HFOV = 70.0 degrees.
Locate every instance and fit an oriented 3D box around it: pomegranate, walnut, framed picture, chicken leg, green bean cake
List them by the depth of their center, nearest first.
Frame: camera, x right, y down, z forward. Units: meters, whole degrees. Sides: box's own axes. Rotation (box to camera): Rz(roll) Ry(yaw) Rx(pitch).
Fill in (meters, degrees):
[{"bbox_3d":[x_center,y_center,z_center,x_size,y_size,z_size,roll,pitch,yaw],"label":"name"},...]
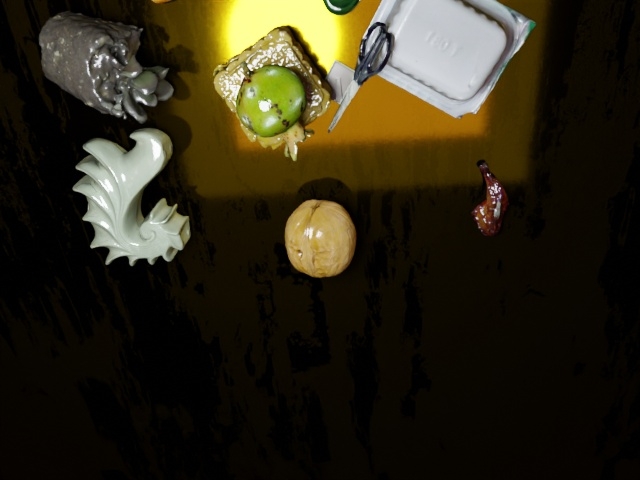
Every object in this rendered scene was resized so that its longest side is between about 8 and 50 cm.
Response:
[{"bbox_3d":[-0.096,-0.283,1.000,0.156,0.156,0.220,-14,150,12],"label":"pomegranate"},{"bbox_3d":[-0.112,-0.366,1.096,0.223,0.131,0.230,-29,114,21],"label":"green bean cake"},{"bbox_3d":[0.043,-0.393,1.136,0.066,0.007,0.089,26,117,-9],"label":"framed picture"},{"bbox_3d":[0.459,-0.105,1.228,0.093,0.053,0.205,10,115,16],"label":"chicken leg"},{"bbox_3d":[0.000,0.000,1.245,0.195,0.195,0.222,2,119,4],"label":"walnut"}]

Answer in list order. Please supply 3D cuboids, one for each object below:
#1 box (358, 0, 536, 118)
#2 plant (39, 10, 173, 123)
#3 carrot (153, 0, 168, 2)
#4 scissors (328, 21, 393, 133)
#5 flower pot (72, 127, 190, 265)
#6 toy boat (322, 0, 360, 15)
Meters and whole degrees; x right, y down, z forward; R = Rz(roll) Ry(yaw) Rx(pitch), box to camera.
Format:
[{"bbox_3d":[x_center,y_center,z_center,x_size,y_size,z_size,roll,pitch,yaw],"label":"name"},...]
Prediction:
[{"bbox_3d":[0.279,-0.446,1.033,0.336,0.106,0.264,25,116,-8],"label":"box"},{"bbox_3d":[-0.490,-0.408,1.071,0.275,0.199,0.189,24,121,0],"label":"plant"},{"bbox_3d":[-0.304,-0.579,1.055,0.190,0.037,0.037,-5,117,6],"label":"carrot"},{"bbox_3d":[0.081,-0.370,1.090,0.022,0.109,0.300,1,144,-31],"label":"scissors"},{"bbox_3d":[-0.511,-0.114,1.243,0.253,0.165,0.368,-4,117,1],"label":"flower pot"},{"bbox_3d":[0.067,-0.605,1.001,0.104,0.052,0.210,19,119,-7],"label":"toy boat"}]
